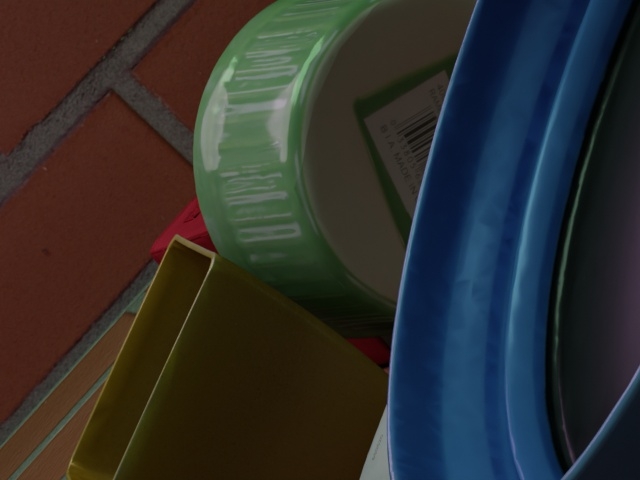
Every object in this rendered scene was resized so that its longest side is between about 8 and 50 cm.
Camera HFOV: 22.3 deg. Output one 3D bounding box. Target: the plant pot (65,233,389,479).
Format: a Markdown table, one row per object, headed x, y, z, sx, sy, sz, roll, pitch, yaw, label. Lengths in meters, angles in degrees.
| x | y | z | sx | sy | sz | roll | pitch | yaw | label |
| --- | --- | --- | --- | --- | --- | --- | --- | --- | --- |
| -0.057 | 0.135 | 1.225 | 0.212 | 0.187 | 0.212 | -66 | 13 | -2 | plant pot |

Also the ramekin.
| x | y | z | sx | sy | sz | roll | pitch | yaw | label |
| --- | --- | --- | --- | --- | --- | --- | --- | --- | --- |
| 0.063 | -0.069 | 1.327 | 0.303 | 0.303 | 0.148 | -50 | 21 | -19 | ramekin |

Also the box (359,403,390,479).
| x | y | z | sx | sy | sz | roll | pitch | yaw | label |
| --- | --- | --- | --- | --- | --- | --- | --- | --- | --- |
| 0.137 | 0.079 | 0.921 | 0.181 | 0.119 | 0.182 | -25 | 38 | 60 | box |

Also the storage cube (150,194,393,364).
| x | y | z | sx | sy | sz | roll | pitch | yaw | label |
| --- | --- | --- | --- | --- | --- | --- | --- | --- | --- |
| 0.000 | 0.000 | 1.506 | 0.193 | 0.215 | 0.184 | -18 | 29 | 51 | storage cube |

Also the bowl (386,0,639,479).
| x | y | z | sx | sy | sz | roll | pitch | yaw | label |
| --- | --- | --- | --- | --- | --- | --- | --- | --- | --- |
| 0.127 | -0.061 | 0.604 | 0.391 | 0.077 | 0.391 | -163 | 90 | -81 | bowl |
